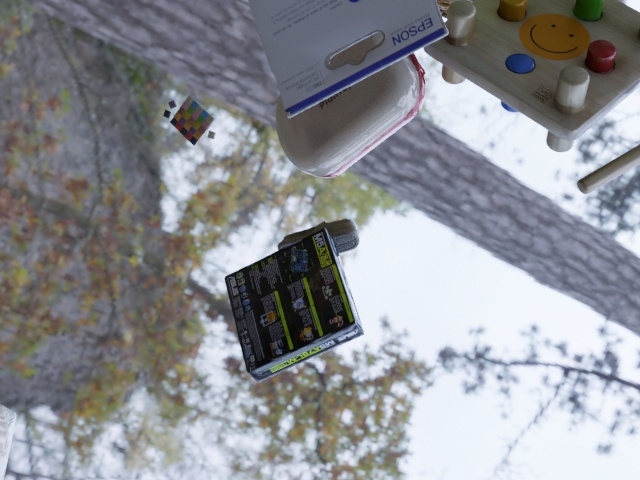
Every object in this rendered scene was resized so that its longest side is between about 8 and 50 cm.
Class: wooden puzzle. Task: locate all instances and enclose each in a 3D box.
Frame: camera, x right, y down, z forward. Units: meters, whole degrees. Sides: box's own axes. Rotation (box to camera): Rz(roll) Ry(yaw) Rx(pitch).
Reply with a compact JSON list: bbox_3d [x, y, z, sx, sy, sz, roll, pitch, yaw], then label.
[{"bbox_3d":[-0.173,-0.163,1.486,0.049,0.083,0.006,-50,169,22],"label":"wooden puzzle"}]

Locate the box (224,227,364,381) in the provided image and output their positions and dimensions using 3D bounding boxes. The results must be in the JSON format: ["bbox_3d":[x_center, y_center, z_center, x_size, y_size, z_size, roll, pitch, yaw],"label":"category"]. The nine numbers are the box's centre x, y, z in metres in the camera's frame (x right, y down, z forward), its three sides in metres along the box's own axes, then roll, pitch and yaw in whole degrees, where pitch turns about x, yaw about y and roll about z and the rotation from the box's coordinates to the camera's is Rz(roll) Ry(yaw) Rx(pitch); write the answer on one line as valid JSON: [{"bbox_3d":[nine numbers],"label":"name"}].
[{"bbox_3d":[-0.044,0.097,1.676,0.184,0.045,0.190,-25,-129,8],"label":"box"}]

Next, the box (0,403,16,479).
[{"bbox_3d":[-0.479,0.238,1.307,0.311,0.121,0.148,79,18,-72],"label":"box"}]

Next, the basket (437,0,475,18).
[{"bbox_3d":[0.341,-0.492,1.829,0.223,0.213,0.299,164,-50,-80],"label":"basket"}]

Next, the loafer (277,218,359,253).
[{"bbox_3d":[0.000,0.000,1.814,0.148,0.056,0.050,-9,-144,23],"label":"loafer"}]

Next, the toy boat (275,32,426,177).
[{"bbox_3d":[0.053,-0.182,1.501,0.231,0.151,0.151,-36,-113,25],"label":"toy boat"}]

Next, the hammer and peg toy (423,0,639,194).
[{"bbox_3d":[0.343,-0.230,1.435,0.361,0.266,0.127,39,-29,27],"label":"hammer and peg toy"}]

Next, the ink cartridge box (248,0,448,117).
[{"bbox_3d":[0.002,-0.281,0.984,0.165,0.065,0.332,-23,-108,23],"label":"ink cartridge box"}]
